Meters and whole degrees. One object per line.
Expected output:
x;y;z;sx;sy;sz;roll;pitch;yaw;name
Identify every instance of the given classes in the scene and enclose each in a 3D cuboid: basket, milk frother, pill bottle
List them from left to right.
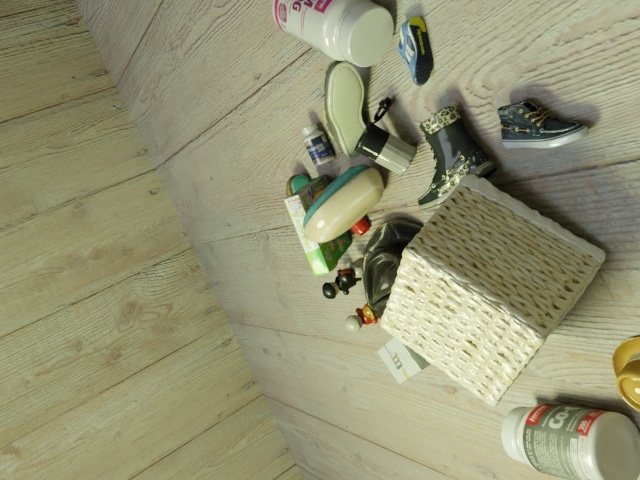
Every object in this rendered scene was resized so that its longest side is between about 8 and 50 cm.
-0.011;-0.288;1.749;0.067;0.067;0.120;-13;103;62;pill bottle
0.027;-0.520;1.365;0.283;0.160;0.160;40;146;36;pill bottle
0.176;-0.257;1.433;0.135;0.129;0.143;28;119;-7;milk frother
0.337;0.106;1.224;0.331;0.266;0.328;36;146;21;basket
0.564;0.463;1.338;0.161;0.161;0.283;64;153;-3;pill bottle

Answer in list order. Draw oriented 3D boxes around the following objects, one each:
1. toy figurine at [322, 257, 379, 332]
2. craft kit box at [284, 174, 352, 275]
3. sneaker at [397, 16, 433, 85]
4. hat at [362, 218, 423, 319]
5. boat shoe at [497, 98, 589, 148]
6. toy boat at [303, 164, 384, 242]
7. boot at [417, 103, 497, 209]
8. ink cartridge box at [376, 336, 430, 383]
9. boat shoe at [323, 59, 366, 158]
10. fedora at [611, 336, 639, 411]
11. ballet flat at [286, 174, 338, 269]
0.123;0.171;1.851;0.213;0.148;0.209;58;153;9;toy figurine
-0.001;-0.053;1.778;0.061;0.246;0.249;-15;105;27;craft kit box
0.205;-0.412;1.277;0.059;0.053;0.144;12;116;56;sneaker
0.199;0.114;1.588;0.331;0.134;0.331;16;115;39;hat
0.405;-0.220;1.087;0.183;0.065;0.083;9;124;59;boat shoe
0.060;-0.100;1.654;0.148;0.267;0.318;50;-177;15;toy boat
0.276;-0.184;1.331;0.178;0.085;0.236;62;147;5;boot
0.277;0.330;1.753;0.127;0.128;0.176;55;153;14;ink cartridge box
0.054;-0.341;1.499;0.091;0.109;0.305;49;167;34;boat shoe
0.642;0.280;1.124;0.194;0.079;0.194;40;146;35;fedora
-0.037;-0.053;1.957;0.342;0.116;0.124;67;157;2;ballet flat
